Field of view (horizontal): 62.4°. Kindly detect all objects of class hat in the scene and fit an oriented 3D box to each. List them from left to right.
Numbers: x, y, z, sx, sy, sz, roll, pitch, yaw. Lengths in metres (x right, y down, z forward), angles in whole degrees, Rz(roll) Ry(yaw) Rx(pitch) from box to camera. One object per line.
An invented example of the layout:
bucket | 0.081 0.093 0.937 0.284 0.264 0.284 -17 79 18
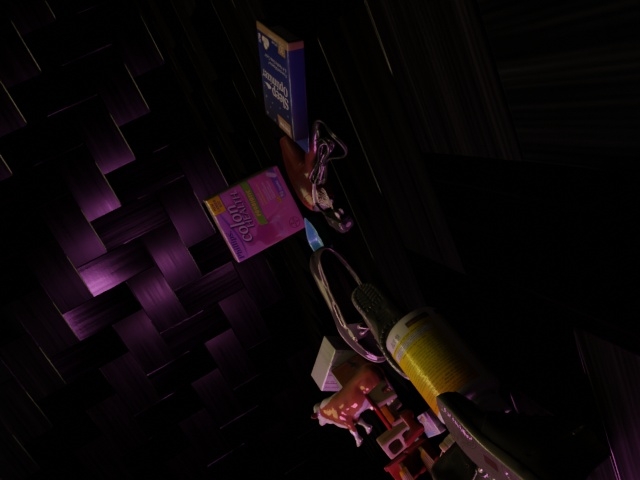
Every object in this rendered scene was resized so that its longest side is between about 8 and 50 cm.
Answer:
hat | 0.319 0.509 1.088 0.331 0.134 0.331 57 169 18

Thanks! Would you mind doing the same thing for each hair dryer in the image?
hair dryer | -0.006 -0.161 1.099 0.293 0.080 0.223 36 137 54

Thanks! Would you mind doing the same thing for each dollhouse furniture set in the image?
dollhouse furniture set | 0.241 0.590 1.435 0.374 0.152 0.201 56 172 -25

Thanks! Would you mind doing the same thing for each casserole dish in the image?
casserole dish | 0.000 0.000 1.486 0.114 0.037 0.188 56 167 26

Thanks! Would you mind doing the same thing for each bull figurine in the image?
bull figurine | 0.113 0.539 1.721 0.188 0.310 0.101 44 -161 11

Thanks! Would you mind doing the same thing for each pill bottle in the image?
pill bottle | 0.213 0.221 0.882 0.215 0.117 0.117 52 166 38

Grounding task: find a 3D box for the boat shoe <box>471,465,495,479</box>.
boat shoe | 0.312 0.389 0.911 0.070 0.078 0.219 64 149 31

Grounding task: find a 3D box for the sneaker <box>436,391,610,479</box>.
sneaker | 0.267 0.264 0.726 0.222 0.118 0.083 35 151 53

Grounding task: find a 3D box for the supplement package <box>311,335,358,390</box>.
supplement package | 0.052 0.466 2.000 0.105 0.105 0.179 43 119 57

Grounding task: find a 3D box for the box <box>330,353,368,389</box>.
box | 0.135 0.506 1.884 0.170 0.130 0.091 39 156 61

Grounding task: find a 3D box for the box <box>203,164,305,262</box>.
box | -0.204 -0.087 1.641 0.213 0.243 0.117 64 169 -13

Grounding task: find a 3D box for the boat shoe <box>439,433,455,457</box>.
boat shoe | 0.325 0.540 1.316 0.063 0.059 0.170 47 162 51

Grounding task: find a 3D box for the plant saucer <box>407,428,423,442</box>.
plant saucer | 0.295 0.600 1.690 0.119 0.021 0.119 58 169 19

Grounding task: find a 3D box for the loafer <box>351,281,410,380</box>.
loafer | 0.162 0.202 1.174 0.251 0.094 0.087 59 -179 34

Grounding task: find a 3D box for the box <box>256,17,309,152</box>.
box | -0.069 -0.283 0.993 0.136 0.037 0.225 50 154 43

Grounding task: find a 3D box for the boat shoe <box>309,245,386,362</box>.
boat shoe | 0.077 0.162 1.345 0.335 0.112 0.095 58 165 9

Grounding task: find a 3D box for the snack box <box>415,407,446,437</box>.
snack box | 0.296 0.495 1.431 0.064 0.022 0.178 54 167 20
